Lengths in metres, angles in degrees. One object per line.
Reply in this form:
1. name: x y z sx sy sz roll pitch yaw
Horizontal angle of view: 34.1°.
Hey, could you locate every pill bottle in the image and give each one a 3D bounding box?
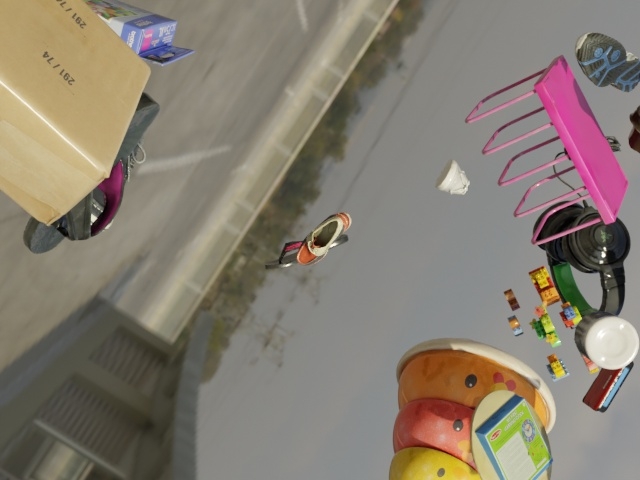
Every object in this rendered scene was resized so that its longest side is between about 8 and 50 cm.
1. pill bottle: 0.420 0.145 1.549 0.078 0.078 0.137 -57 176 3

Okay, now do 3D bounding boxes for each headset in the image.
1. headset: 0.579 -0.018 2.229 0.185 0.394 0.243 -15 -165 -14

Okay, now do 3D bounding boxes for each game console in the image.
1. game console: 0.683 0.337 2.416 0.144 0.085 0.124 -60 -172 2

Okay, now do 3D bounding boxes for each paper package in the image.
1. paper package: -0.442 -0.247 1.548 0.168 0.325 0.309 -30 -149 29

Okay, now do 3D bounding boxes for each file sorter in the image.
1. file sorter: 0.430 -0.165 1.991 0.182 0.290 0.202 -24 -168 30

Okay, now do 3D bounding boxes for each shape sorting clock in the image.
1. shape sorting clock: 0.333 0.364 1.825 0.040 0.206 0.206 -21 -150 45

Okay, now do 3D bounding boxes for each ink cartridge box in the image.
1. ink cartridge box: -0.404 -0.419 1.988 0.186 0.311 0.065 -52 164 -69

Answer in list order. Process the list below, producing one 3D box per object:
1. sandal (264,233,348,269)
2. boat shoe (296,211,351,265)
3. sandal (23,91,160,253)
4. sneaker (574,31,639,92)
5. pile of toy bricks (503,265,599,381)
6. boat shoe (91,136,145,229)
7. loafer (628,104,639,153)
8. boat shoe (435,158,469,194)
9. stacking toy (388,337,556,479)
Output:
1. sandal: -0.032 0.013 2.046 0.179 0.040 0.067 -23 -166 -15
2. boat shoe: 0.000 0.000 1.863 0.137 0.049 0.043 -44 174 30
3. sandal: -0.436 -0.096 1.999 0.446 0.107 0.167 -47 174 34
4. sneaker: 0.467 -0.303 1.744 0.211 0.081 0.080 14 113 -54
5. pile of toy bricks: 0.392 0.143 1.808 0.118 0.212 0.105 -26 156 7
6. boat shoe: -0.497 -0.220 2.369 0.156 0.187 0.500 -32 -143 22
7. loafer: 0.612 -0.190 1.938 0.078 0.080 0.220 -35 155 21
8. boat shoe: 0.270 -0.120 2.104 0.066 0.063 0.184 -59 178 2
9. stacking toy: 0.257 0.470 2.112 0.350 0.351 0.479 -52 -171 53
